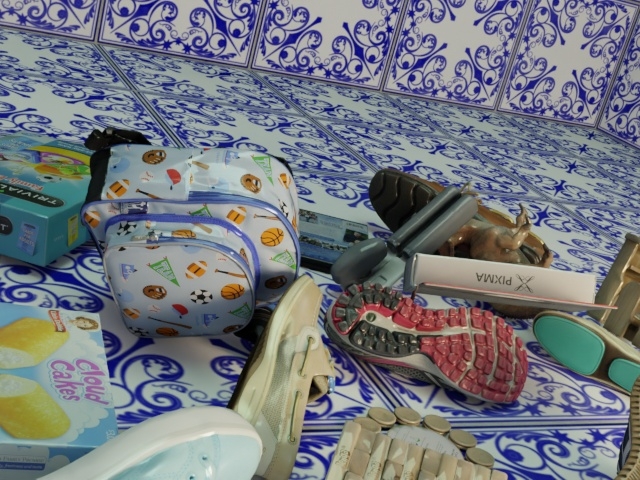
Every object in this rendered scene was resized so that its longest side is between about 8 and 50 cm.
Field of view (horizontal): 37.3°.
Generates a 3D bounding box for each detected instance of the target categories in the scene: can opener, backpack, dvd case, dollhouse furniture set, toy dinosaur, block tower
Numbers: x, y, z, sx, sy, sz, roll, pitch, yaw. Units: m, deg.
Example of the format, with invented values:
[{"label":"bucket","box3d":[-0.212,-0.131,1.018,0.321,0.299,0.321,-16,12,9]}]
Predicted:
[{"label":"can opener","box3d":[0.143,0.002,1.550,0.280,0.093,0.074,-37,49,-20]},{"label":"backpack","box3d":[-0.154,-0.005,1.216,0.263,0.276,0.213,-8,54,-2]},{"label":"dvd case","box3d":[0.000,0.000,1.713,0.180,0.022,0.253,13,20,-3]},{"label":"dollhouse furniture set","box3d":[0.581,0.109,1.571,0.212,0.161,0.242,24,7,-26]},{"label":"toy dinosaur","box3d":[0.300,0.053,1.632,0.296,0.200,0.127,61,14,24]},{"label":"block tower","box3d":[0.163,0.286,0.922,0.335,0.097,0.091,19,42,4]}]

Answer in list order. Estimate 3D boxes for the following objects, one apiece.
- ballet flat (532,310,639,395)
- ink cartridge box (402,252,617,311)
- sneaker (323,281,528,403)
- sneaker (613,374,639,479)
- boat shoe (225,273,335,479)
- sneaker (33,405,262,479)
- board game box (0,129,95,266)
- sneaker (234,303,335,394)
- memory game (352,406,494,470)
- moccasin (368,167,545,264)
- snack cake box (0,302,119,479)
[{"label":"ballet flat","box3d":[0.447,0.181,1.473,0.248,0.086,0.086,32,24,18]},{"label":"ink cartridge box","box3d":[0.271,0.061,1.403,0.275,0.060,0.239,7,-7,-1]},{"label":"sneaker","box3d":[0.150,0.140,1.323,0.299,0.121,0.112,23,-21,-7]},{"label":"sneaker","box3d":[0.377,0.299,1.087,0.099,0.153,0.282,10,49,22]},{"label":"boat shoe","box3d":[-0.038,0.156,1.105,0.098,0.109,0.302,27,35,-3]},{"label":"sneaker","box3d":[-0.162,0.257,0.764,0.150,0.135,0.366,37,37,30]},{"label":"board game box","box3d":[-0.444,-0.077,1.464,0.254,0.079,0.336,15,20,12]},{"label":"sneaker","box3d":[-0.048,0.149,1.234,0.078,0.067,0.188,-26,43,-31]},{"label":"memory game","box3d":[0.123,0.252,1.134,0.186,0.012,0.186,14,19,-5]},{"label":"moccasin","box3d":[0.269,-0.035,1.835,0.380,0.139,0.147,22,20,17]},{"label":"snack cake box","box3d":[-0.292,0.163,0.952,0.152,0.089,0.264,7,22,-21]}]
